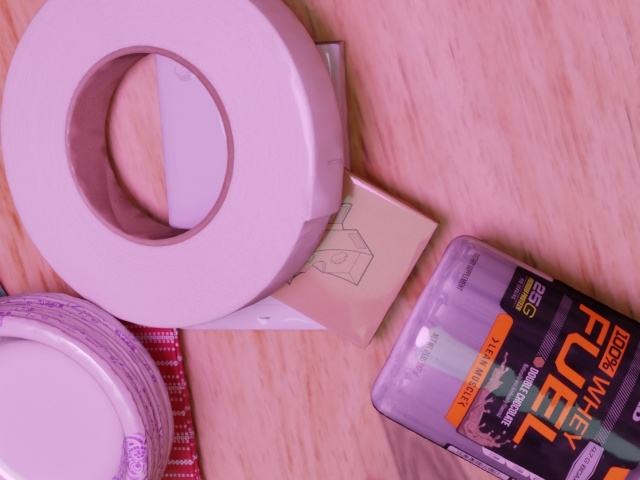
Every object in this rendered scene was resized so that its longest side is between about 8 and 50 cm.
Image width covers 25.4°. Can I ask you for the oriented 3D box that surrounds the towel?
[{"bbox_3d":[-0.239,0.213,1.634,0.199,0.031,0.275,-4,104,13],"label":"towel"}]

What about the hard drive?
[{"bbox_3d":[-0.067,-0.056,1.535,0.203,0.040,0.307,-1,103,13],"label":"hard drive"}]

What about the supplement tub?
[{"bbox_3d":[0.239,0.155,1.427,0.338,0.207,0.207,27,107,5],"label":"supplement tub"}]

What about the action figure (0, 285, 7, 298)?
[{"bbox_3d":[-0.413,0.066,1.632,0.137,0.063,0.232,-30,98,14],"label":"action figure"}]

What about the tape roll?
[{"bbox_3d":[-0.161,-0.101,1.480,0.392,0.072,0.392,6,102,27],"label":"tape roll"}]

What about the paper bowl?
[{"bbox_3d":[-0.298,0.193,1.544,0.284,0.148,0.284,4,109,13],"label":"paper bowl"}]

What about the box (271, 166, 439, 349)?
[{"bbox_3d":[0.000,0.000,1.500,0.201,0.021,0.164,30,108,4],"label":"box"}]
